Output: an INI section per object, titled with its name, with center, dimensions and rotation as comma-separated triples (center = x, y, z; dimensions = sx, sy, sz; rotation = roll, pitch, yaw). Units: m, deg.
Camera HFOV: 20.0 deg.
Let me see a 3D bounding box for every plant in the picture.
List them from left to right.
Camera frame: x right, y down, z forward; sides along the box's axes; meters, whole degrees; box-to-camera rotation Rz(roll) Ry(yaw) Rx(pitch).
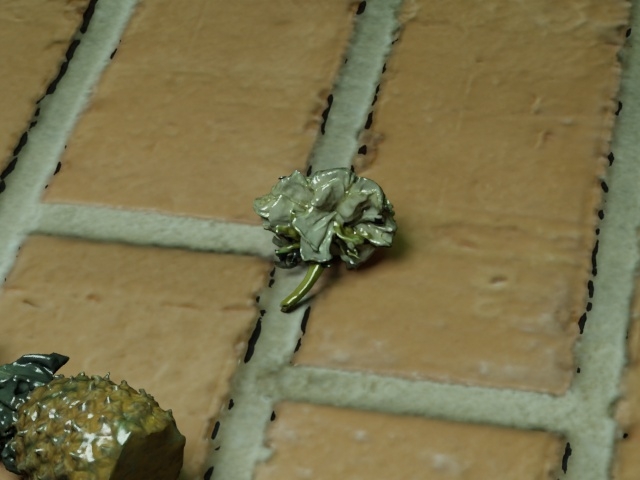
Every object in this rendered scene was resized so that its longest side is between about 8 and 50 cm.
[plant]
center = 0.000, 0.000, 1.503
dimensions = 0.117, 0.104, 0.122
rotation = -4, 64, 31

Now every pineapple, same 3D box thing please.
[pineapple]
center = -0.219, 0.130, 1.362
dimensions = 0.251, 0.125, 0.125
rotation = 25, 50, 36
